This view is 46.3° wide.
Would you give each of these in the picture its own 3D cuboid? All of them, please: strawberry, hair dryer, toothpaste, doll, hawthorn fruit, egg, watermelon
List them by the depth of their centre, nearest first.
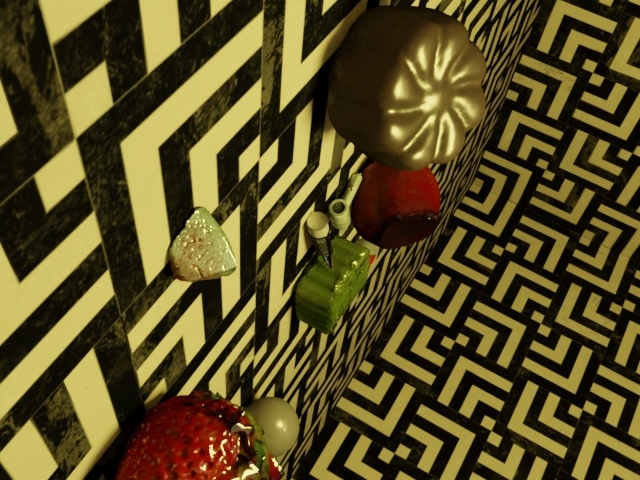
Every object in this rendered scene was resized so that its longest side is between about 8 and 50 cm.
[{"bbox_3d":[-0.168,0.026,1.094,0.094,0.081,0.180,-36,158,-2],"label":"watermelon"},{"bbox_3d":[-0.225,0.385,1.235,0.288,0.250,0.238,-38,-163,-8],"label":"strawberry"},{"bbox_3d":[0.000,0.000,1.637,0.045,0.071,0.193,-31,154,-10],"label":"toothpaste"},{"bbox_3d":[0.062,-0.099,1.700,0.082,0.047,0.137,75,39,-69],"label":"hair dryer"},{"bbox_3d":[0.173,-0.104,1.773,0.215,0.215,0.250,37,46,-76],"label":"hawthorn fruit"},{"bbox_3d":[-0.126,0.463,1.853,0.146,0.146,0.199,-55,171,-27],"label":"egg"},{"bbox_3d":[0.098,0.059,2.053,0.228,0.075,0.102,-55,-178,9],"label":"doll"}]

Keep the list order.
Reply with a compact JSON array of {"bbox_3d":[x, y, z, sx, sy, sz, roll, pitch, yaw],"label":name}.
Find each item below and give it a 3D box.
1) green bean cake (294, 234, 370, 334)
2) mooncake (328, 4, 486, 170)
[{"bbox_3d":[0.027,0.107,1.810,0.200,0.113,0.214,-52,163,-27],"label":"green bean cake"},{"bbox_3d":[0.159,-0.261,1.307,0.306,0.154,0.306,-21,123,-35],"label":"mooncake"}]
